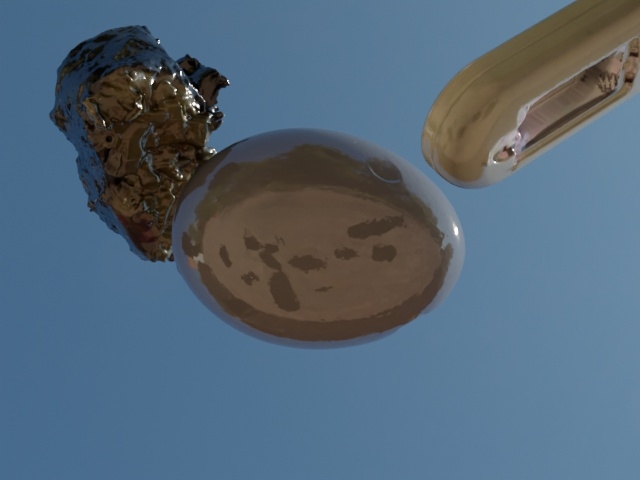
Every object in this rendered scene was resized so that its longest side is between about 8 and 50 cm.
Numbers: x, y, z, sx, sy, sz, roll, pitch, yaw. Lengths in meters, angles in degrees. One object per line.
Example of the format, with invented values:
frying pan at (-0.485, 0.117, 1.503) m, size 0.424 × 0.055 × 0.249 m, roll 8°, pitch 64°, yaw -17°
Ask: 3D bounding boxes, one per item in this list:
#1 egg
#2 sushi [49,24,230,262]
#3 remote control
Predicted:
egg at (0.000, 0.000, 0.988) m, size 0.232 × 0.176 × 0.176 m, roll 9°, pitch -69°, yaw 15°
sushi at (-0.151, -0.087, 1.138) m, size 0.147 × 0.115 × 0.212 m, roll -28°, pitch -47°, yaw -25°
remote control at (0.149, -0.098, 0.697) m, size 0.221 × 0.042 × 0.078 m, roll -31°, pitch -36°, yaw -21°
